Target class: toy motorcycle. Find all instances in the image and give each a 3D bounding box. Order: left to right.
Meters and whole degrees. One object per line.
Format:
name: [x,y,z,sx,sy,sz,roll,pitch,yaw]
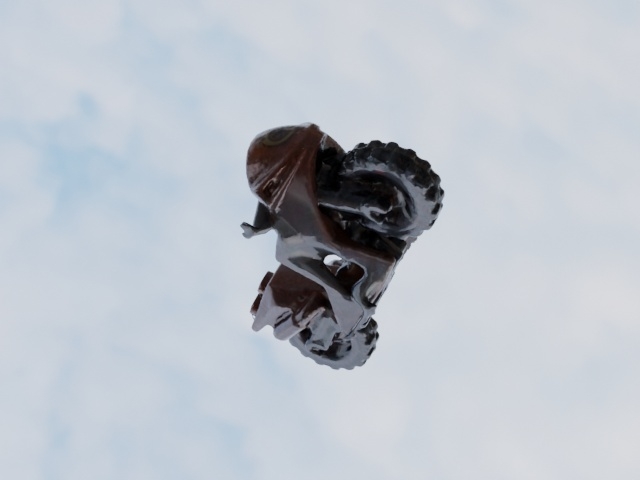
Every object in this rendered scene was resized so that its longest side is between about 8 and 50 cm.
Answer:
toy motorcycle: [0.000,0.000,1.069,0.118,0.212,0.084,26,-129,4]
